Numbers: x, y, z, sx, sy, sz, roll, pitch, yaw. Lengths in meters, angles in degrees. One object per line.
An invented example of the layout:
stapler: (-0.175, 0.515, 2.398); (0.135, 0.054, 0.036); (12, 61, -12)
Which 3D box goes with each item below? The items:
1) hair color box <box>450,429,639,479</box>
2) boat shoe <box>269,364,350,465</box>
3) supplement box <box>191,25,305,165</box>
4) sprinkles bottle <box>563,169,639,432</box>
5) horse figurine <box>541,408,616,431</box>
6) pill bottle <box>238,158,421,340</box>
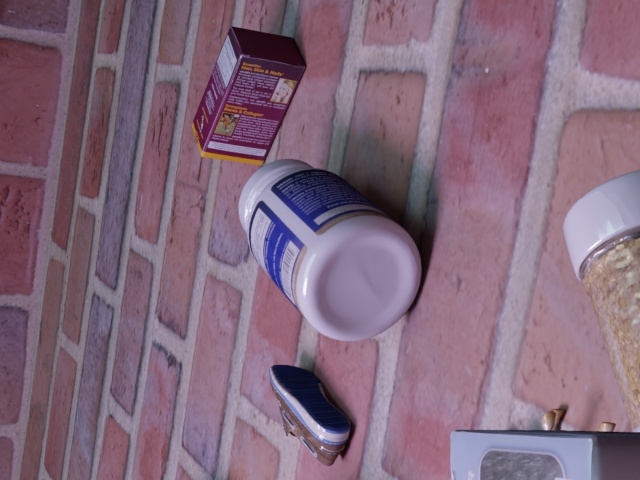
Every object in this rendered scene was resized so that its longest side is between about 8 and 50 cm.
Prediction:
hair color box: (0.250, 0.195, 0.598); (0.113, 0.374, 0.185); (-15, 72, 62)
boat shoe: (-0.025, 0.225, 1.483); (0.183, 0.066, 0.066); (47, 127, 56)
supplement box: (-0.110, -0.212, 1.696); (0.188, 0.104, 0.081); (-63, 33, 35)
sprinkles bottle: (0.283, 0.120, 0.835); (0.121, 0.121, 0.355); (-51, 42, 48)
horse figurine: (0.219, 0.239, 0.988); (0.263, 0.066, 0.174); (180, 99, -67)
pill bottle: (0.000, 0.000, 1.382); (0.264, 0.153, 0.153); (45, 125, 57)
